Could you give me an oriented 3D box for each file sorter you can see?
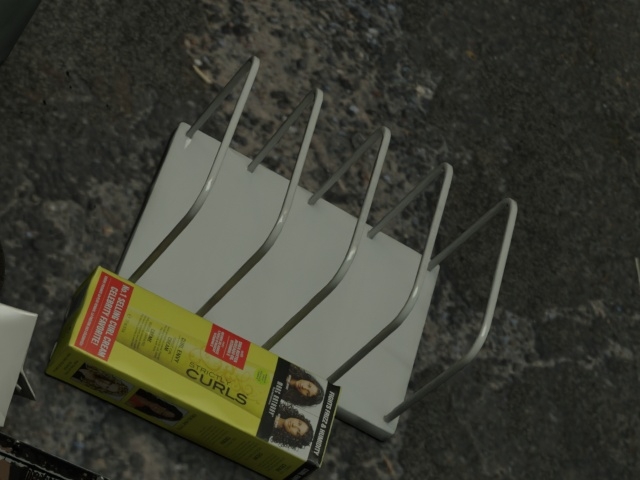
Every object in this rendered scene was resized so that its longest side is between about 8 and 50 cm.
[{"bbox_3d":[0.000,0.000,1.531,0.277,0.173,0.193,28,51,-13],"label":"file sorter"}]

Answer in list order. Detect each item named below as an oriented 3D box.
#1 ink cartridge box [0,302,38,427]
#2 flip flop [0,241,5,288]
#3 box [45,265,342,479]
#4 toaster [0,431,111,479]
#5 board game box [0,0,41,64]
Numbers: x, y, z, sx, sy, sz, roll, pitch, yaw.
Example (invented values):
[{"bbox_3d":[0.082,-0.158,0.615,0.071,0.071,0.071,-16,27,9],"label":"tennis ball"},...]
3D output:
[{"bbox_3d":[-0.282,0.080,1.346,0.143,0.092,0.090,19,84,-22],"label":"ink cartridge box"},{"bbox_3d":[-0.336,-0.064,1.433,0.112,0.080,0.277,-26,94,-33],"label":"flip flop"},{"bbox_3d":[-0.101,0.113,1.476,0.232,0.058,0.087,28,53,-14],"label":"box"},{"bbox_3d":[-0.252,0.231,1.280,0.168,0.110,0.186,25,52,-16],"label":"toaster"},{"bbox_3d":[-0.354,-0.286,1.454,0.303,0.224,0.097,47,51,2],"label":"board game box"}]
